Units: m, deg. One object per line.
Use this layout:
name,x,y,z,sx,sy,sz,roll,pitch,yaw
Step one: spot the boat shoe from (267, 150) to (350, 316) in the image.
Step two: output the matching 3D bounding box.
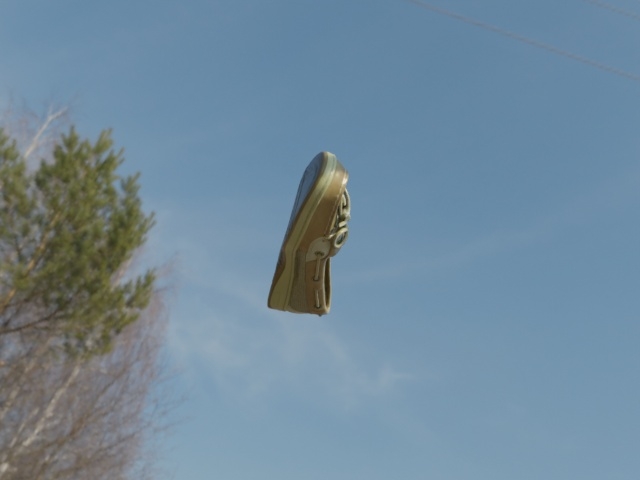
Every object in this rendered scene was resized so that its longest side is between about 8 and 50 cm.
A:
boat shoe,0.000,0.002,0.492,0.048,0.056,0.153,16,-42,-4
